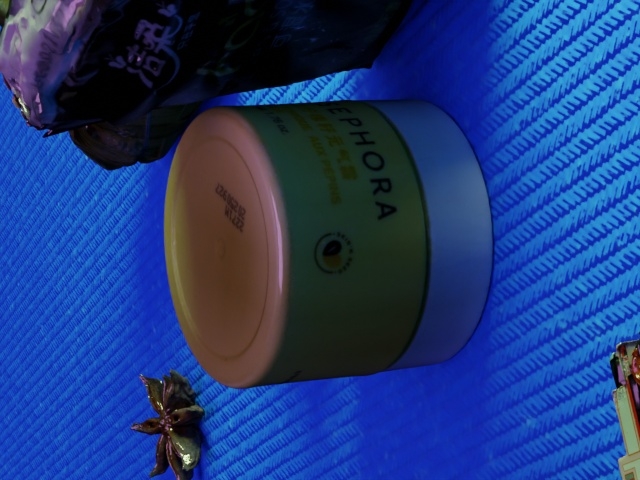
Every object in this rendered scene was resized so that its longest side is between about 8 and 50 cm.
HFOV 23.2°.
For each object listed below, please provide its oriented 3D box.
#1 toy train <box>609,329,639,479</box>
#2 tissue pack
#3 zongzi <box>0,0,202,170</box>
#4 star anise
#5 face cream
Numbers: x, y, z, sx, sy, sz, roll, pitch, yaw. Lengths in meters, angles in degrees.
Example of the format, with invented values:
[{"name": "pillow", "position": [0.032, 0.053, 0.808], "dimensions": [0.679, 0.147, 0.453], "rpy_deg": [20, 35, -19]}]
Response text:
[{"name": "toy train", "position": [0.227, 0.175, 0.964], "dimensions": [0.085, 0.053, 0.249], "rpy_deg": [138, 123, -62]}, {"name": "tissue pack", "position": [-0.056, -0.194, 1.140], "dimensions": [0.123, 0.332, 0.245], "rpy_deg": [56, 140, 23]}, {"name": "zongzi", "position": [-0.248, -0.170, 1.555], "dimensions": [0.251, 0.274, 0.125], "rpy_deg": [126, 139, -50]}, {"name": "star anise", "position": [-0.157, 0.200, 1.680], "dimensions": [0.141, 0.042, 0.141], "rpy_deg": [7, 98, 58]}, {"name": "face cream", "position": [0.000, 0.000, 1.220], "dimensions": [0.218, 0.179, 0.218], "rpy_deg": [14, 107, 60]}]
